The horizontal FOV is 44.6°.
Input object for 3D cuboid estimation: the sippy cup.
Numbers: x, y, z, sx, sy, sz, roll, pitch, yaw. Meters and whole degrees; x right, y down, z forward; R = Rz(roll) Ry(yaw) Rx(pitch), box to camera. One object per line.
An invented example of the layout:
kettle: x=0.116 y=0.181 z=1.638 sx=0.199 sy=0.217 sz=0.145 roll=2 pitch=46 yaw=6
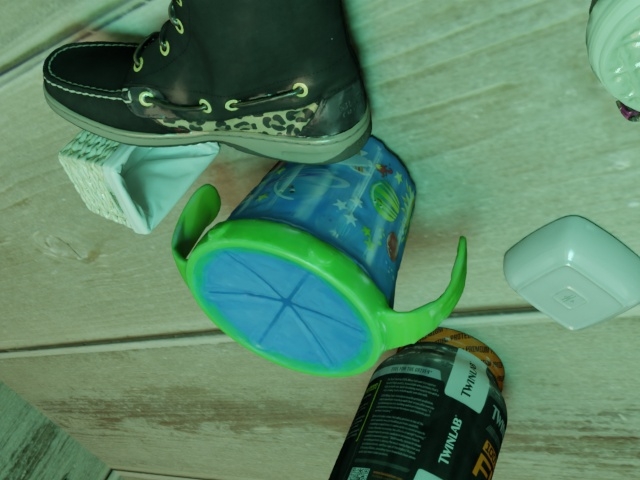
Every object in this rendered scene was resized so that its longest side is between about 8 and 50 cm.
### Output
sippy cup: x=0.000 y=0.000 z=0.896 sx=0.305 sy=0.224 sz=0.240 roll=34 pitch=145 yaw=-7

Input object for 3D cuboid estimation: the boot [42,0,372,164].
boot: x=-0.134 y=-0.225 z=0.779 sx=0.377 sy=0.138 sz=0.284 roll=13 pitch=143 yaw=14

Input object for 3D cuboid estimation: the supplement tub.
supplement tub: x=0.135 y=0.300 z=1.080 sx=0.207 sy=0.338 sz=0.207 roll=18 pitch=144 yaw=14

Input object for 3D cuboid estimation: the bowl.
bowl: x=0.295 y=0.049 z=0.908 sx=0.142 sy=0.053 sz=0.142 roll=35 pitch=143 yaw=-10

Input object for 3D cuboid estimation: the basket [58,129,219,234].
basket: x=-0.223 y=-0.108 z=0.967 sx=0.103 sy=0.167 sz=0.113 roll=15 pitch=143 yaw=29

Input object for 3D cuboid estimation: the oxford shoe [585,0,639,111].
oxford shoe: x=0.386 y=-0.136 z=0.524 sx=0.449 sy=0.130 sz=0.169 roll=9 pitch=145 yaw=-10

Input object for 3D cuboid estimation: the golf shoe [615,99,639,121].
golf shoe: x=0.300 y=-0.181 z=0.621 sx=0.086 sy=0.067 sz=0.186 roll=-7 pitch=136 yaw=-11
